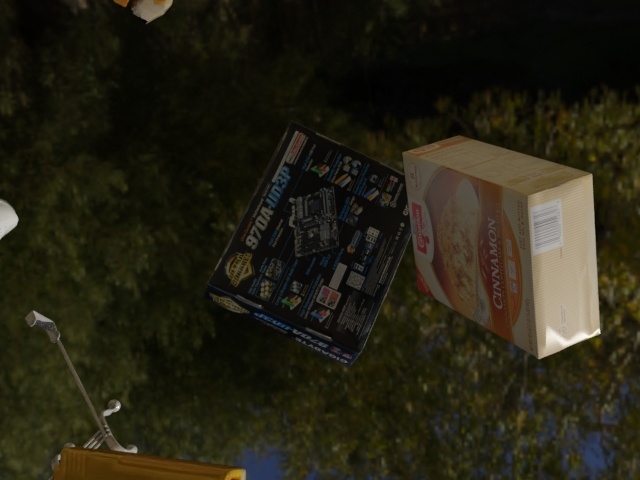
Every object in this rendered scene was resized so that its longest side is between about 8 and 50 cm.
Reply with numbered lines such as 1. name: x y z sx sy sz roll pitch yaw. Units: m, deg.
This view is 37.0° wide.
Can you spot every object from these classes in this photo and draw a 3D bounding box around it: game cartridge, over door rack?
1. game cartridge: -0.237 0.426 1.254 0.324 0.285 0.053 -3 174 33
2. over door rack: -0.473 0.315 1.626 0.324 0.239 0.108 48 -178 29

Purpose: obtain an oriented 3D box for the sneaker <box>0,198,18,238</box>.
1. sneaker: -0.481 0.061 1.165 0.297 0.129 0.111 -45 179 -29

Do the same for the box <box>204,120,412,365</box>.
1. box: 0.000 0.000 1.035 0.175 0.220 0.051 25 156 -1

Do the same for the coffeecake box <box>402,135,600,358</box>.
1. coffeecake box: 0.152 -0.002 0.832 0.068 0.142 0.185 -17 -158 -21

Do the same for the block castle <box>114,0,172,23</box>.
1. block castle: -0.330 -0.532 1.277 0.453 0.303 0.213 25 -129 -22
